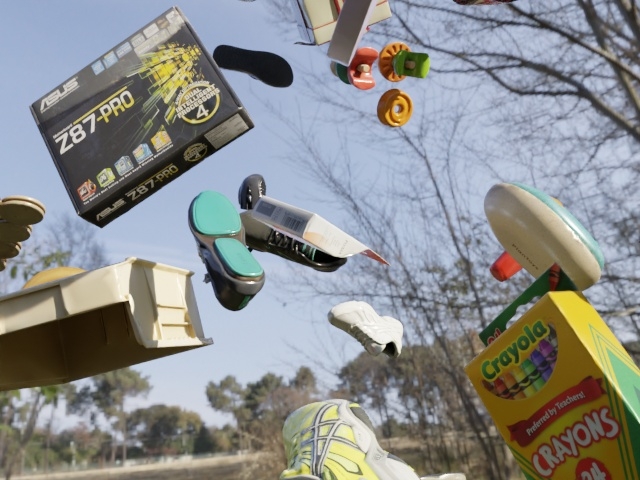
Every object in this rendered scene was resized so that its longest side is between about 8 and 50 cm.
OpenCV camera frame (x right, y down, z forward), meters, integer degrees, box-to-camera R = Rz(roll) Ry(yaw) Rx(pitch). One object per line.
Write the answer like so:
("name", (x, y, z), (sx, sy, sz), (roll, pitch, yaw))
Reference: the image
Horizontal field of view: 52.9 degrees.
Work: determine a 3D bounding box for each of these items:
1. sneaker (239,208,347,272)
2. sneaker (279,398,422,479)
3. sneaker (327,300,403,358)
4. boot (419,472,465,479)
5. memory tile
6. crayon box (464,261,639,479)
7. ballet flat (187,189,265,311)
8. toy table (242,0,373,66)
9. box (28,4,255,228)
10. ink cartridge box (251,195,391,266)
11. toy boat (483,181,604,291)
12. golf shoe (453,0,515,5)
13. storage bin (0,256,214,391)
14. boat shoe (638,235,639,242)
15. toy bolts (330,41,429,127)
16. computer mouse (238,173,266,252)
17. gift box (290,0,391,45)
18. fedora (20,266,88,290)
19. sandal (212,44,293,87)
("sneaker", (-0.060, -0.003, 1.407), (0.268, 0.101, 0.106), (19, -3, -14))
("sneaker", (0.005, 0.311, 0.872), (0.147, 0.145, 0.385), (2, 1, -20))
("sneaker", (0.122, 0.233, 1.630), (0.232, 0.115, 0.090), (22, -52, -24))
("boot", (0.258, 0.649, 1.517), (0.237, 0.178, 0.085), (2, -24, -25))
("memory tile", (-0.314, -0.013, 0.560), (0.113, 0.012, 0.148), (18, -36, -35))
("crayon box", (0.331, 0.213, 0.888), (0.081, 0.318, 0.202), (0, -41, -35))
("ballet flat", (-0.122, 0.014, 0.778), (0.074, 0.203, 0.074), (-13, -53, -17))
("toy table", (0.013, -0.348, 0.681), (0.161, 0.274, 0.252), (24, 5, -2))
("box", (-0.379, -0.261, 1.350), (0.395, 0.318, 0.097), (-33, -24, 3))
("ink cartridge box", (0.000, 0.000, 0.976), (0.179, 0.045, 0.145), (35, -8, -38))
("toy boat", (0.439, -0.005, 1.309), (0.148, 0.267, 0.318), (-39, -12, -9))
("golf shoe", (0.413, -0.599, 1.540), (0.186, 0.067, 0.086), (9, 17, 29))
("storage bin", (-0.329, 0.124, 0.915), (0.262, 0.123, 0.260), (-15, -10, 8))
("boat shoe", (0.571, -0.105, 0.913), (0.120, 0.122, 0.324), (37, -45, 4))
("toy bolts", (0.133, -0.414, 1.667), (0.229, 0.218, 0.158), (3, 15, -29))
("computer mouse", (-0.172, -0.068, 1.532), (0.071, 0.242, 0.041), (-6, -36, 12))
("gift box", (0.019, -0.680, 1.811), (0.277, 0.255, 0.258), (-22, -66, 1))
("fedora", (-0.454, 0.139, 1.147), (0.194, 0.194, 0.079), (5, 3, -27))
("sandal", (-0.202, -0.537, 1.969), (0.255, 0.097, 0.054), (19, -6, -5))
